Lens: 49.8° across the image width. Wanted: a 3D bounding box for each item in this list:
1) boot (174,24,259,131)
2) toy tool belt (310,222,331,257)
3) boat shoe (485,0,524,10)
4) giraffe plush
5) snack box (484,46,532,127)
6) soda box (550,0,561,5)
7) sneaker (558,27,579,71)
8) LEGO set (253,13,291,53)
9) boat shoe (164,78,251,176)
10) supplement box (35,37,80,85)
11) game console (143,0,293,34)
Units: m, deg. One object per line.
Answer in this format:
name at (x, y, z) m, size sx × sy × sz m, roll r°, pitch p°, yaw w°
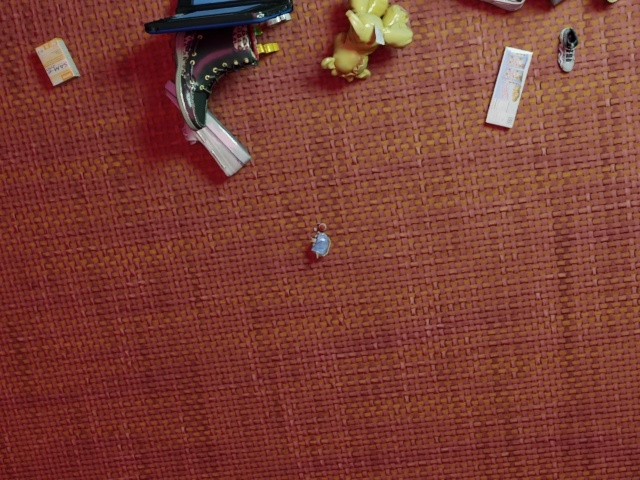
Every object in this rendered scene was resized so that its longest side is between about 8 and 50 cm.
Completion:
boot at (-0.229, -0.372, 1.537) m, size 0.179 × 0.085 × 0.236 m, roll -7°, pitch 84°, yaw 14°
toy tool belt at (0.000, 0.000, 1.712) m, size 0.052 × 0.051 × 0.083 m, roll 10°, pitch 102°, yaw 2°
boat shoe at (0.361, -0.588, 1.555) m, size 0.226 × 0.076 × 0.083 m, roll 18°, pitch 102°, yaw 0°
giraffe plush at (0.092, -0.450, 1.572) m, size 0.181 × 0.210 × 0.170 m, roll 30°, pitch 135°, yaw -14°
snack box at (0.443, -0.360, 1.624) m, size 0.064 × 0.022 × 0.178 m, roll 13°, pitch 102°, yaw 2°
soda box at (0.508, -0.610, 1.430) m, size 0.098 × 0.286 × 0.091 m, roll -32°, pitch 75°, yaw 10°
sneaker at (0.569, -0.437, 1.575) m, size 0.038 × 0.069 × 0.098 m, roll -7°, pitch 101°, yaw 6°
LEGO set at (-0.169, -0.456, 1.608) m, size 0.227 × 0.093 × 0.087 m, roll -21°, pitch 100°, yaw 8°
boat shoe at (-0.288, -0.267, 1.660) m, size 0.088 × 0.096 × 0.267 m, roll -43°, pitch 104°, yaw 6°
supplement box at (-0.638, -0.433, 1.673) m, size 0.062 × 0.036 × 0.098 m, roll -24°, pitch 99°, yaw 9°
game console at (-0.218, -0.563, 1.497) m, size 0.293 × 0.250 × 0.173 m, roll 0°, pitch 114°, yaw 21°
